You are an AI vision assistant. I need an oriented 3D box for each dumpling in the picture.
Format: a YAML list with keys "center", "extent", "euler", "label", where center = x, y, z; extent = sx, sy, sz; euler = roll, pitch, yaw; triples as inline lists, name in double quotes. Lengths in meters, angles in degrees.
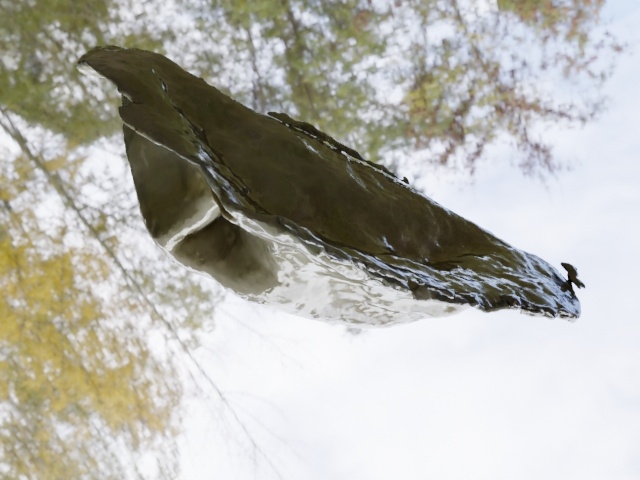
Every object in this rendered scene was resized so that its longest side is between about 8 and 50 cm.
- center: [-0.001, 0.001, 0.520]
  extent: [0.332, 0.086, 0.166]
  euler: [24, -153, -6]
  label: "dumpling"
